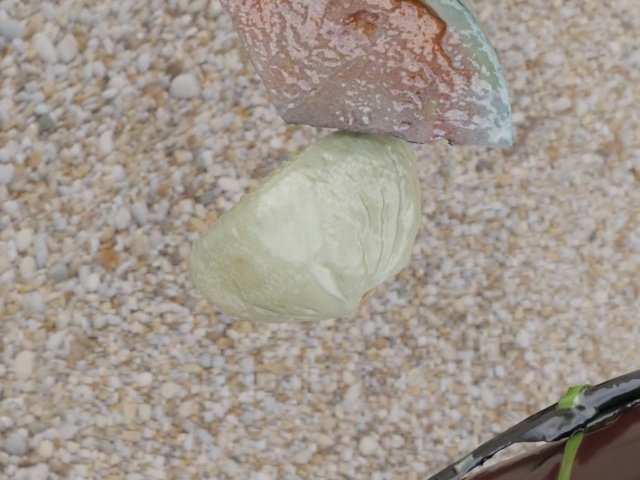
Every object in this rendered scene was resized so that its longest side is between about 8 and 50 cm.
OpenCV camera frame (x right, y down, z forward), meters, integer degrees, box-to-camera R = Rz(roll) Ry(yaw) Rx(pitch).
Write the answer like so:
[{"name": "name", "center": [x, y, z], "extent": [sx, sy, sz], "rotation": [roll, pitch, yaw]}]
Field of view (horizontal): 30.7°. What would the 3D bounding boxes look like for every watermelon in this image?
[{"name": "watermelon", "center": [0.012, -0.188, 0.905], "extent": [0.176, 0.256, 0.260], "rotation": [-44, 136, -20]}]

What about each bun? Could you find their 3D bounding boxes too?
[{"name": "bun", "center": [0.000, 0.000, 1.005], "extent": [0.220, 0.220, 0.134], "rotation": [-32, 83, -33]}]

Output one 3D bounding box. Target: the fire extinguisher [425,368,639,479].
[{"name": "fire extinguisher", "center": [0.149, 0.088, 0.435], "extent": [0.141, 0.341, 0.105], "rotation": [17, 58, -23]}]
